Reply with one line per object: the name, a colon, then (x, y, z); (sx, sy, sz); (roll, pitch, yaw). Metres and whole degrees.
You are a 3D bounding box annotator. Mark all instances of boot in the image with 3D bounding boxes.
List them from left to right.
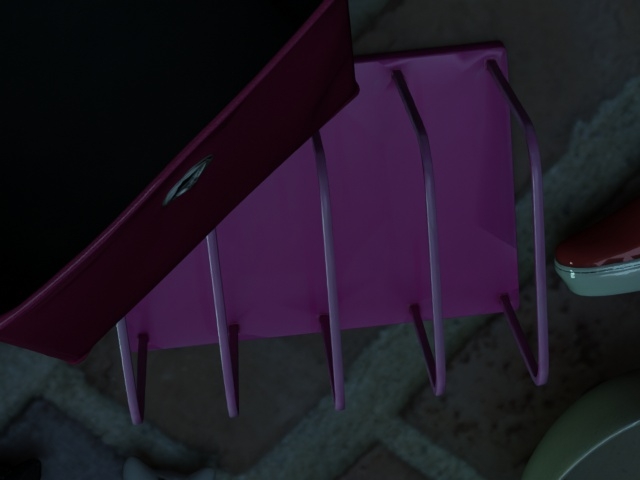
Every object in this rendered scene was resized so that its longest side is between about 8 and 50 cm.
boot: (0.259, -0.074, 1.220); (0.244, 0.088, 0.176); (-24, 111, -4)

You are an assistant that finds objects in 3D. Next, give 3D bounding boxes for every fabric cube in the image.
fabric cube: (-0.152, -0.107, 0.947); (0.254, 0.258, 0.259); (-45, 83, -4)

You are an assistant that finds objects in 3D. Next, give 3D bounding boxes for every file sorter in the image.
file sorter: (0.000, 0.000, 1.174); (0.290, 0.182, 0.202); (-6, 112, -2)

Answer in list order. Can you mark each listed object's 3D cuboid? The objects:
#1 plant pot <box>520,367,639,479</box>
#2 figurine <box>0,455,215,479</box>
plant pot: (0.262, 0.202, 1.268); (0.284, 0.191, 0.284); (-1, 111, -3)
figurine: (-0.183, 0.255, 1.315); (0.215, 0.092, 0.209); (2, 107, -6)
